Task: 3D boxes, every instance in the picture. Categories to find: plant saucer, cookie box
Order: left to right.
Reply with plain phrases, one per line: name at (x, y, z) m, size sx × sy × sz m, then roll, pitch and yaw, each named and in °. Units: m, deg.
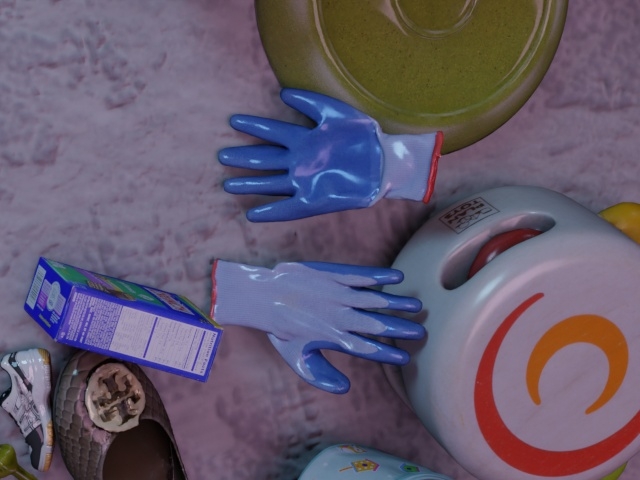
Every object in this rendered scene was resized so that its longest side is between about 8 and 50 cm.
cookie box at (-0.129, 0.051, 1.292) m, size 0.107 × 0.092 × 0.040 m, roll 17°, pitch 95°, yaw -24°
plant saucer at (0.073, -0.173, 1.367) m, size 0.241 × 0.037 × 0.241 m, roll -4°, pitch 100°, yaw -21°

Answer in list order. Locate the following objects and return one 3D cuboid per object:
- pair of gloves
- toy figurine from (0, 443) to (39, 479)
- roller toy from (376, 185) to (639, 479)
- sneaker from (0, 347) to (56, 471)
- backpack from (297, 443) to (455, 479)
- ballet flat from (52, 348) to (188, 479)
pair of gloves at (0.000, 0.000, 1.319) m, size 0.159 × 0.023 × 0.198 m, roll 8°, pitch 89°, yaw 22°
toy figurine at (-0.320, 0.199, 1.231) m, size 0.362 × 0.217 × 0.191 m, roll 51°, pitch 33°, yaw -46°
roller toy at (0.143, 0.062, 1.372) m, size 0.191 × 0.146 × 0.209 m, roll 15°, pitch 104°, yaw -25°
sneaker at (-0.194, 0.112, 1.312) m, size 0.037 × 0.032 × 0.083 m, roll -4°, pitch 98°, yaw -5°
backpack at (0.038, 0.239, 1.355) m, size 0.166 × 0.144 × 0.188 m, roll 25°, pitch 78°, yaw -50°
ballet flat at (-0.112, 0.184, 1.327) m, size 0.084 × 0.058 × 0.250 m, roll -26°, pitch 110°, yaw -33°
